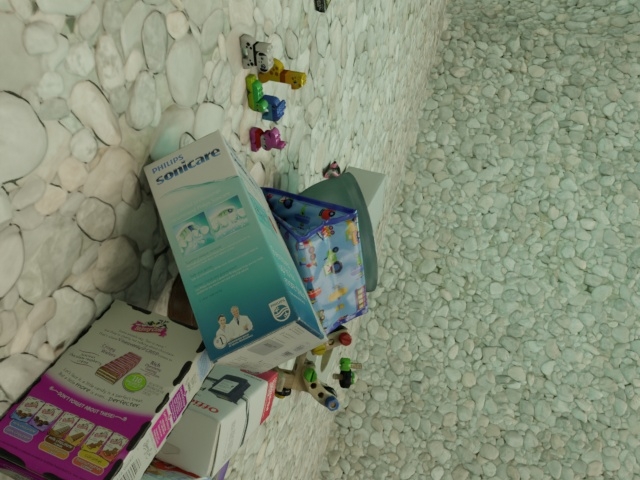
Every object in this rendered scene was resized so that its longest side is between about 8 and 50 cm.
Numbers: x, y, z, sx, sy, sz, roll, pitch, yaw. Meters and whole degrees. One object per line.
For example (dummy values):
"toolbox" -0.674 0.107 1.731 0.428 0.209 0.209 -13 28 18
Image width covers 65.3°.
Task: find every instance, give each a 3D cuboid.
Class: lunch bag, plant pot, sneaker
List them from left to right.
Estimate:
"plant pot" -0.156 0.114 0.898 0.167 0.165 0.167 14 90 -75
"lunch bag" -0.054 0.022 0.998 0.138 0.293 0.221 -25 121 -28
"plant pot" 0.000 0.000 1.193 0.293 0.196 0.293 168 -90 -82
"sneaker" 0.040 -0.220 1.555 0.119 0.047 0.057 -9 98 -78

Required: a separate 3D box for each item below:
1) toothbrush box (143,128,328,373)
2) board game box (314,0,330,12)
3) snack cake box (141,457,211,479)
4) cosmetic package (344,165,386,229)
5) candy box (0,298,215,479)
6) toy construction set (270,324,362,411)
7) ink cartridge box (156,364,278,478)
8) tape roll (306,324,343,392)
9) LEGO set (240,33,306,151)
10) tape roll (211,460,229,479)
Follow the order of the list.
"toothbrush box" -0.116 0.027 0.731 0.296 0.126 0.216 64 1 22
"board game box" 0.010 -0.612 1.078 0.186 0.026 0.126 75 33 -63
"snack cake box" -0.279 0.360 0.706 0.264 0.152 0.089 63 44 -68
"cosmetic package" 0.097 -0.074 1.677 0.366 0.155 0.197 -57 156 -47
"candy box" -0.255 0.194 0.617 0.233 0.159 0.071 -59 160 -46
"toy construction set" -0.049 0.337 1.493 0.309 0.237 0.258 -103 -153 -56
"ink cartridge box" -0.202 0.287 0.879 0.237 0.171 0.100 -15 118 -73
"tape roll" 0.006 0.411 1.976 0.392 0.071 0.392 15 90 -75
"LEGO set" -0.079 -0.276 0.938 0.227 0.093 0.087 90 21 -44
"tape roll" -0.269 0.456 0.961 0.275 0.090 0.275 15 90 -75
